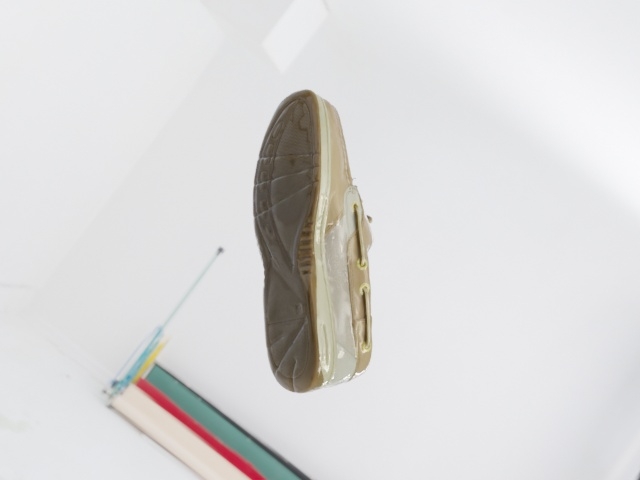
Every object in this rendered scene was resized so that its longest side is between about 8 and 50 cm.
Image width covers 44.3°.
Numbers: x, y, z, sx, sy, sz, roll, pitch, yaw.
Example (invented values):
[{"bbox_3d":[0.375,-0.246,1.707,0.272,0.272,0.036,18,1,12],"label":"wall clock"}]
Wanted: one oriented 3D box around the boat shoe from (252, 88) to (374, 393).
[{"bbox_3d":[0.000,0.000,0.361,0.045,0.135,0.050,4,175,-41],"label":"boat shoe"}]
